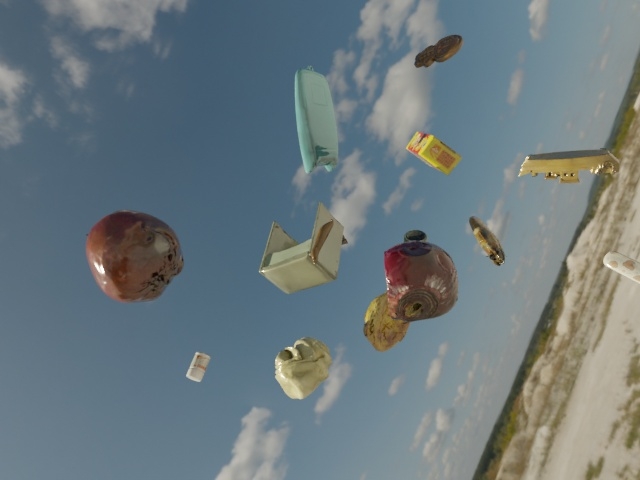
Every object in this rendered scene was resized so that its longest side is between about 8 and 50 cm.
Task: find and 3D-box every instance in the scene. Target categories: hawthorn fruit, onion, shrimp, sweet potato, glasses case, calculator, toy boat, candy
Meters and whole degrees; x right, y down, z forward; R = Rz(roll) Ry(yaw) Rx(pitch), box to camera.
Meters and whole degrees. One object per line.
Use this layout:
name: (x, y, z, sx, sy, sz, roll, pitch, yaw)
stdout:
hawthorn fruit: (-0.620, 0.042, 1.499, 0.309, 0.324, 0.308, -22, -30, -14)
onion: (0.285, 0.099, 1.266, 0.216, 0.207, 0.206, -85, -11, -63)
shrimp: (0.592, 0.019, 1.528, 0.058, 0.169, 0.296, -46, 24, 25)
sweet potato: (0.000, 0.000, 0.967, 0.115, 0.026, 0.026, -66, -26, -23)
glasses case: (1.052, 0.094, 1.522, 0.041, 0.164, 0.063, 13, -70, -46)
calculator: (-0.012, -0.448, 1.653, 0.256, 0.055, 0.385, -21, -76, -60)
toy boat: (0.573, -0.168, 1.042, 0.064, 0.206, 0.072, -49, -47, -51)
candy: (0.438, -0.347, 1.759, 0.088, 0.146, 0.276, -55, 12, 14)

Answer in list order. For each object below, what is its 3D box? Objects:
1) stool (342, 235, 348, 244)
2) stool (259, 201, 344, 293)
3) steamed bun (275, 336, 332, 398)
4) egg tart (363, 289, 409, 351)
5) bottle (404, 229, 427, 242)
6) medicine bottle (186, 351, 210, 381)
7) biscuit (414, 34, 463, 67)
stool: (0.042, -0.011, 1.942, 0.121, 0.125, 0.217, -26, -12, 3)
stool: (-0.067, 0.034, 1.709, 0.170, 0.244, 0.269, 46, -140, -35)
steamed bun: (-0.079, 0.551, 2.036, 0.289, 0.203, 0.276, -41, 6, -31)
egg tart: (0.319, 0.366, 2.167, 0.341, 0.129, 0.340, -18, -60, -36)
bottle: (0.350, 0.099, 1.660, 0.082, 0.082, 0.286, -42, -43, -40)
medicine bottle: (-0.428, 0.443, 1.573, 0.057, 0.057, 0.089, 70, -148, -52)
biscuit: (0.404, -0.651, 1.542, 0.026, 0.175, 0.124, 45, -135, -37)
